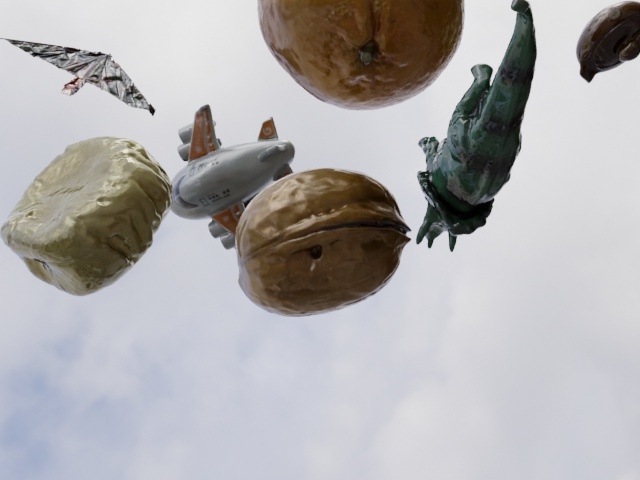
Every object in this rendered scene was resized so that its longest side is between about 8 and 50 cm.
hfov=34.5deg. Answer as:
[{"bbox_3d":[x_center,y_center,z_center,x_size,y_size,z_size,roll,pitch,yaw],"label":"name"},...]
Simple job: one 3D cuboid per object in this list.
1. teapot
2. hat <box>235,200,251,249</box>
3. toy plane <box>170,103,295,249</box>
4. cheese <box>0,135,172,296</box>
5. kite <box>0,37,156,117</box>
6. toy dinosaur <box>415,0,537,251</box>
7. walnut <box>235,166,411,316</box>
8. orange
[{"bbox_3d":[0.416,-0.277,1.453,0.129,0.078,0.098,-41,-40,16],"label":"teapot"},{"bbox_3d":[-0.115,-0.029,1.840,0.050,0.121,0.121,72,-144,-65],"label":"hat"},{"bbox_3d":[-0.149,-0.105,1.687,0.117,0.245,0.244,-14,-74,-72],"label":"toy plane"},{"bbox_3d":[-0.303,-0.042,1.341,0.214,0.226,0.117,-54,-44,-17],"label":"cheese"},{"bbox_3d":[-0.333,-0.237,1.450,0.009,0.232,0.189,-59,8,26],"label":"kite"},{"bbox_3d":[0.142,-0.100,0.905,0.120,0.079,0.292,-82,8,-51],"label":"toy dinosaur"},{"bbox_3d":[0.000,0.000,1.020,0.144,0.180,0.144,-11,-90,-83],"label":"walnut"},{"bbox_3d":[0.041,-0.241,1.071,0.193,0.219,0.219,-51,-45,-58],"label":"orange"}]
